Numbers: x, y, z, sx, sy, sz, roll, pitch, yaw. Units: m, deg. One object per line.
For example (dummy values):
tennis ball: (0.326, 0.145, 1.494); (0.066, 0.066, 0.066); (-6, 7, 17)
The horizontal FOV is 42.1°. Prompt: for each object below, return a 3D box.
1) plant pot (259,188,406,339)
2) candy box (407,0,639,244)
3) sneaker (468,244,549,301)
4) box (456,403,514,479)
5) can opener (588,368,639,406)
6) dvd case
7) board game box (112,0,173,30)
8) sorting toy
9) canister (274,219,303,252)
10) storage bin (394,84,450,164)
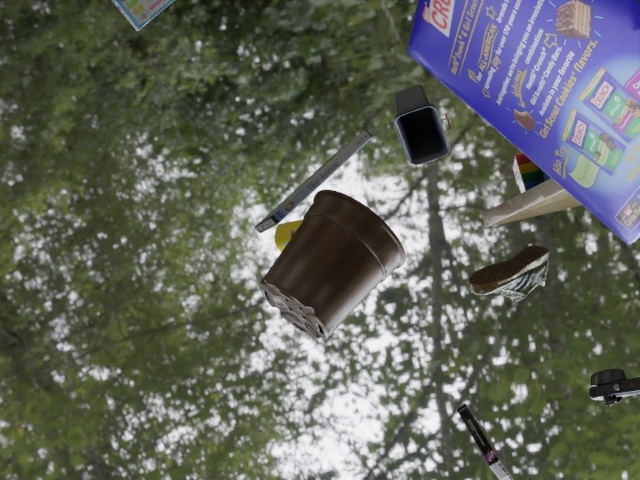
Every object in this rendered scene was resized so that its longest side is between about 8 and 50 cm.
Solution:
plant pot: (0.008, 0.041, 1.198); (0.167, 0.167, 0.165); (18, -120, 47)
candy box: (0.243, -0.187, 0.762); (0.122, 0.268, 0.317); (-40, -106, -18)
sneaker: (0.358, 0.081, 1.555); (0.192, 0.086, 0.064); (-23, -151, -28)
box: (0.361, 0.448, 1.821); (0.029, 0.116, 0.162); (-32, -139, 6)
can opener: (0.612, 0.282, 1.621); (0.186, 0.073, 0.059); (-17, 163, 40)
dvd case: (-0.018, -0.110, 1.613); (0.253, 0.022, 0.180); (-44, -174, -14)
board game box: (-0.220, -0.370, 1.107); (0.154, 0.103, 0.026); (-42, -158, -7)
sorting toy: (0.402, -0.114, 1.246); (0.257, 0.090, 0.255); (-13, 172, -21)
canister: (0.000, 0.000, 1.810); (0.169, 0.126, 0.073); (-10, -129, 29)
storage bin: (0.195, -0.231, 1.599); (0.098, 0.135, 0.091); (-18, -133, 12)
